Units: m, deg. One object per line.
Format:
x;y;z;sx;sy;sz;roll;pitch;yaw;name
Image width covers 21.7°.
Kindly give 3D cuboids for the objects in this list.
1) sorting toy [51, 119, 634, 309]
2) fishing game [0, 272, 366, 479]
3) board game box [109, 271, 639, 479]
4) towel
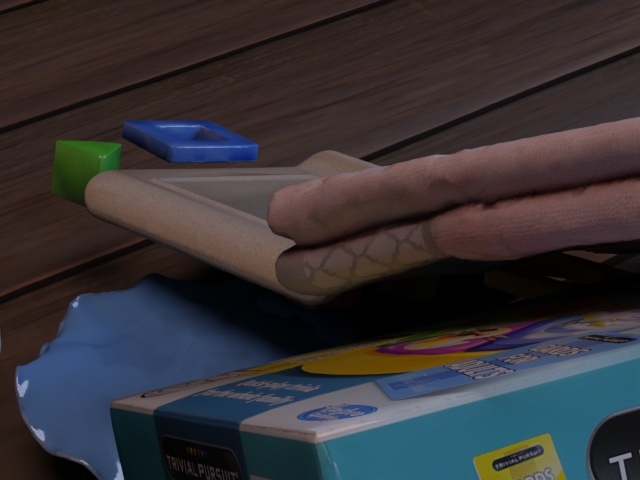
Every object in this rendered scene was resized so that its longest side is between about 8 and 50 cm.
0.000;0.000;0.901;0.347;0.047;0.196;21;20;37;sorting toy
-0.058;0.074;0.823;0.264;0.041;0.189;2;31;-6;fishing game
0.114;0.063;0.645;0.336;0.079;0.254;-13;2;-21;board game box
0.194;-0.025;0.715;0.331;0.053;0.317;-7;-1;-45;towel
